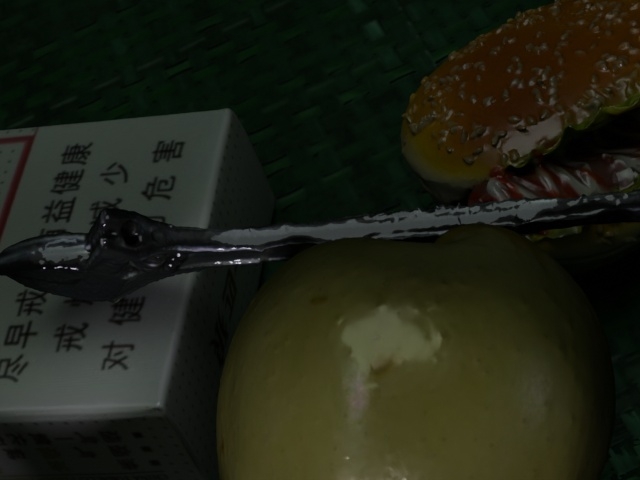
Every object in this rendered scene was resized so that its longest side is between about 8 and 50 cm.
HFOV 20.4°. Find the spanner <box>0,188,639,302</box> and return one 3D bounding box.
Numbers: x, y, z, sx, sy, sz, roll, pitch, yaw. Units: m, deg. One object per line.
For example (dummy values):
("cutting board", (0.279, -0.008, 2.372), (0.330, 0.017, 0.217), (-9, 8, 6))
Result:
("spanner", (0.000, 0.000, 0.873), (0.325, 0.093, 0.026), (-4, 73, 5))

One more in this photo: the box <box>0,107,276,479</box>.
("box", (-0.206, 0.040, 1.012), (0.330, 0.095, 0.210), (-3, 49, 16))

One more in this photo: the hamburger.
("hamburger", (0.150, -0.069, 0.957), (0.210, 0.116, 0.173), (-28, 43, -5))

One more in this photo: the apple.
("apple", (0.041, 0.083, 0.817), (0.200, 0.200, 0.200), (-11, 47, 12))
